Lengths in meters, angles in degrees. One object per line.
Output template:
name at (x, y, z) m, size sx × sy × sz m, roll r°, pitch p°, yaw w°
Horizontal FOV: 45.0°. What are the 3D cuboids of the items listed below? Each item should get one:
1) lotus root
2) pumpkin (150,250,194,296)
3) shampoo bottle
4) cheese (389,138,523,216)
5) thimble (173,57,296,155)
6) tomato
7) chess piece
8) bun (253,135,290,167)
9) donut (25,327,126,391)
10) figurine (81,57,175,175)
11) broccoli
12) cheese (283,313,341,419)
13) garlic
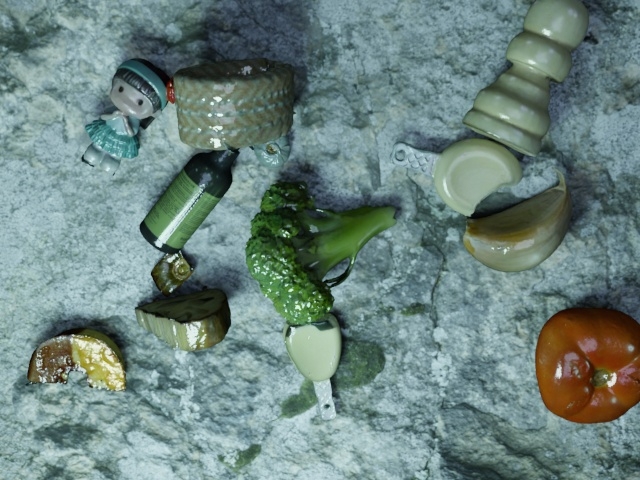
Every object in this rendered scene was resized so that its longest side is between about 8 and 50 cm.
lotus root at (-0.275, 0.158, 1.629) m, size 0.170 × 0.260 × 0.074 m, roll -23°, pitch 108°, yaw -25°
pumpkin at (-0.319, 0.064, 1.674) m, size 0.101 × 0.035 × 0.073 m, roll -42°, pitch 86°, yaw 13°
shampoo bottle at (-0.253, -0.103, 1.586) m, size 0.101 × 0.101 × 0.284 m, roll 38°, pitch 104°, yaw -9°
cheese at (0.278, -0.158, 1.569) m, size 0.249 × 0.071 × 0.163 m, roll 36°, pitch 104°, yaw -8°
thimble at (-0.166, -0.262, 1.483) m, size 0.196 × 0.229 × 0.148 m, roll 20°, pitch 121°, yaw 38°
tomato at (0.568, 0.257, 1.626) m, size 0.259 × 0.180 × 0.260 m, roll 0°, pitch 109°, yaw 0°
chess piece at (0.411, -0.324, 1.479) m, size 0.167 × 0.167 × 0.300 m, roll 25°, pitch 100°, yaw -6°
bun at (-0.099, -0.189, 1.584) m, size 0.083 × 0.045 × 0.083 m, roll -1°, pitch 105°, yaw -3°
donut at (-0.525, 0.259, 1.710) m, size 0.217 × 0.085 × 0.141 m, roll 10°, pitch 106°, yaw -2°
figurine at (-0.379, -0.246, 1.549) m, size 0.138 × 0.110 × 0.245 m, roll 30°, pitch 108°, yaw -17°
broccoli at (-0.035, 0.002, 1.599) m, size 0.254 × 0.186 × 0.302 m, roll 40°, pitch 61°, yaw -6°
cheese at (-0.004, 0.286, 1.719) m, size 0.127 × 0.054 × 0.252 m, roll -9°, pitch 107°, yaw 4°
garlic at (0.416, -0.026, 1.586) m, size 0.245 × 0.145 × 0.164 m, roll -29°, pitch 72°, yaw 8°
